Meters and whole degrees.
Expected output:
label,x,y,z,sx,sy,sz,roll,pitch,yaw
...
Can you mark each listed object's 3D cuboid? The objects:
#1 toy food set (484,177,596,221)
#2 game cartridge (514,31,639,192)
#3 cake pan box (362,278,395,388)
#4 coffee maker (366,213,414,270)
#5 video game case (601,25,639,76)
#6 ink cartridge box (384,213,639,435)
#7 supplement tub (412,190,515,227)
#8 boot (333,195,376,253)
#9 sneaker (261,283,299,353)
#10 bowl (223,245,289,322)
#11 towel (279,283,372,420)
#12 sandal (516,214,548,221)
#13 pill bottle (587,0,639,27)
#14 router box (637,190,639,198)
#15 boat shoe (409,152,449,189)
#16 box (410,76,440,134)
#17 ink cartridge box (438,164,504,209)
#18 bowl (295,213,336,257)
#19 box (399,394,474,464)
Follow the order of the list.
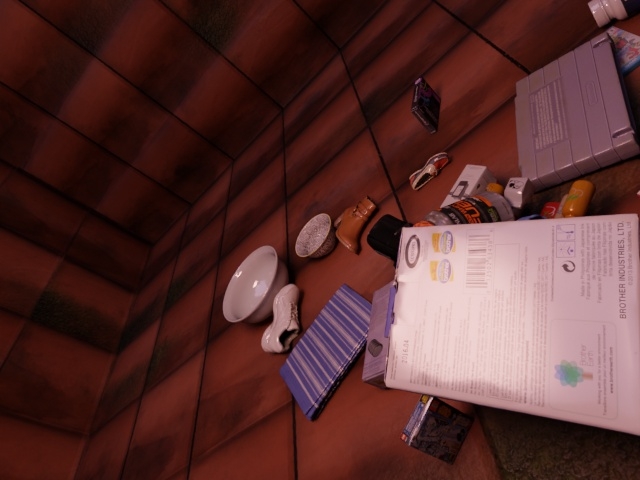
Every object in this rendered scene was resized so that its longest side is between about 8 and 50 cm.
label,x,y,z,sx,sy,sz,roll,pitch,yaw
toy food set,0.436,-0.055,0.889,0.232,0.111,0.104,12,69,55
game cartridge,0.565,-0.289,0.986,0.230,0.068,0.355,-28,40,48
cake pan box,0.204,0.176,0.958,0.267,0.070,0.245,-44,26,45
coffee maker,0.208,-0.004,1.101,0.120,0.171,0.178,-32,29,-16
video game case,0.688,-0.437,1.021,0.119,0.015,0.166,-40,33,22
ink cartridge box,0.260,0.114,0.668,0.395,0.151,0.270,-2,70,37
supplement tub,0.293,-0.023,0.896,0.190,0.117,0.117,-21,25,-17
boot,0.121,-0.057,1.380,0.152,0.073,0.197,-40,35,15
sneaker,-0.099,0.252,1.374,0.115,0.090,0.232,-2,66,46
bowl,-0.205,0.178,1.535,0.298,0.134,0.298,-34,36,29
towel,0.024,0.297,1.200,0.336,0.040,0.243,-53,28,-2
sandal,0.408,0.064,0.738,0.317,0.126,0.138,53,141,48
pill bottle,0.740,-0.589,1.023,0.169,0.094,0.094,-26,40,40
router box,0.706,-0.105,0.590,0.335,0.082,0.301,-48,31,12
boat shoe,0.321,-0.202,1.266,0.137,0.049,0.043,-38,37,30
box,0.345,-0.439,1.405,0.029,0.116,0.162,-19,46,44
ink cartridge box,0.360,-0.087,1.032,0.150,0.109,0.063,-57,33,-5
bowl,0.000,0.000,1.479,0.170,0.080,0.170,-36,34,29
box,0.213,0.339,0.779,0.094,0.137,0.027,-59,31,-9
